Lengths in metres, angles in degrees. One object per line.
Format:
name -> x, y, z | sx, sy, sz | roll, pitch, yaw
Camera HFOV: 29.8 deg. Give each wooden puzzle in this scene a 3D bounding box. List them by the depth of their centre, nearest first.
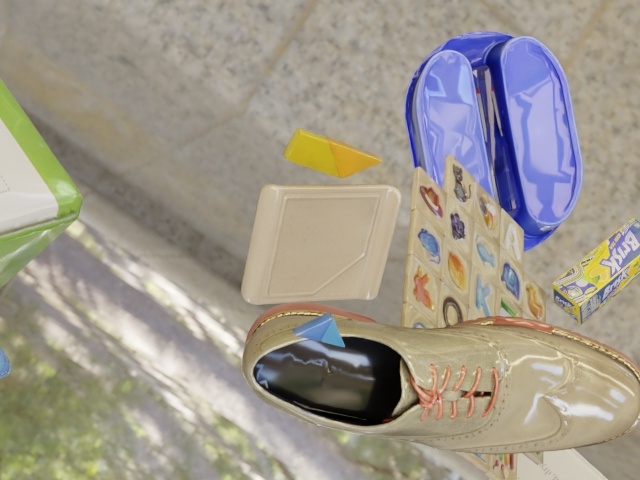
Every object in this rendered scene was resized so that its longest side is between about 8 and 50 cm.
wooden puzzle -> 0.000, 0.000, 0.599 | 0.014, 0.078, 0.116 | -120, -136, -54

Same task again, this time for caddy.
caddy -> 0.254, -0.145, 1.781 | 0.179, 0.241, 0.341 | 2, 78, -87

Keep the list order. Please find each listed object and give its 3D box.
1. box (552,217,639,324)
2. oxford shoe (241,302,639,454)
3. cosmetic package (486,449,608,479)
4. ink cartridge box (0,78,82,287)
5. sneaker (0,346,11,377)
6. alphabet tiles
box -> 0.422, 0.044, 1.770 | 0.169, 0.059, 0.054 | -36, 145, -15
oxford shoe -> 0.103, 0.129, 0.999 | 0.130, 0.348, 0.123 | -65, 159, -83
cosmetic package -> 0.340, 0.568, 1.837 | 0.393, 0.327, 0.329 | -44, 148, -8
ink cartridge box -> -0.209, -0.037, 0.301 | 0.097, 0.189, 0.255 | -38, 175, 27
sneaker -> -0.446, 0.110, 1.404 | 0.069, 0.209, 0.082 | -62, 150, -6
alphabet tiles -> 0.175, 0.086, 1.323 | 0.011, 0.285, 0.343 | -18, -132, 34
